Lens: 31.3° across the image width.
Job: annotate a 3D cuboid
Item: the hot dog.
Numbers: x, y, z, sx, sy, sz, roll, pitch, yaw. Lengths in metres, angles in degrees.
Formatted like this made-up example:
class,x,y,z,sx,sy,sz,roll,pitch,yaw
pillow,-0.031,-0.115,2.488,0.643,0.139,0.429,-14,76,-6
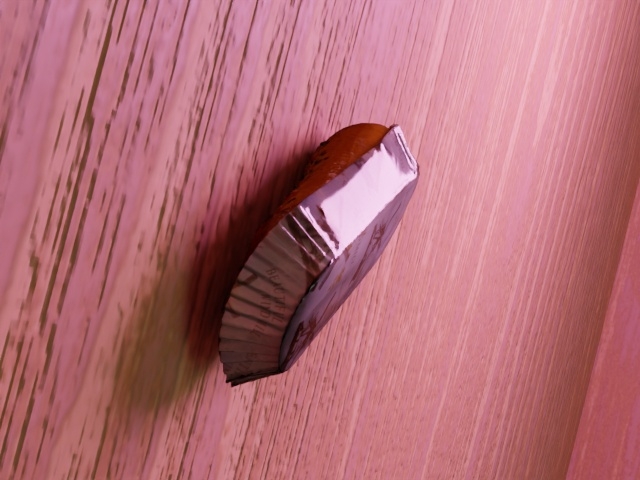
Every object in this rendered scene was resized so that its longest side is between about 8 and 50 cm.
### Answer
class,x,y,z,sx,sy,sz,roll,pitch,yaw
hot dog,0.000,0.000,0.597,0.191,0.059,0.108,-49,161,-59
